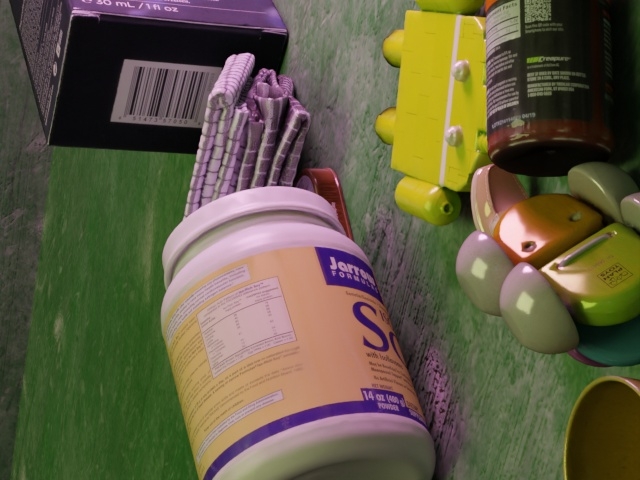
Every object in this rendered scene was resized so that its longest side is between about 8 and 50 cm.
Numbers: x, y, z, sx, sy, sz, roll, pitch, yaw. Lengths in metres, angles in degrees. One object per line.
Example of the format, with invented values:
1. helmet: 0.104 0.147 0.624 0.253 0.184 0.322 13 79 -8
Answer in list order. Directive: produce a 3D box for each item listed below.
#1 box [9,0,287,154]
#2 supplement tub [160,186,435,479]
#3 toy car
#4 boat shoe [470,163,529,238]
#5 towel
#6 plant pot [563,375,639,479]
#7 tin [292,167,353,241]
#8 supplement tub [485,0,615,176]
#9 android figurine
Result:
1. box: -0.253 -0.315 2.097 0.395 0.294 0.212 -116 35 -48
2. supplement tub: -0.035 0.134 1.581 0.241 0.241 0.331 118 143 -47
3. toy car: 0.209 0.035 1.171 0.136 0.159 0.182 63 170 -27
4. boat shoe: 0.183 0.002 1.319 0.059 0.063 0.170 -46 56 56
5. towel: -0.093 -0.073 1.860 0.235 0.121 0.283 -86 9 -73
6. plant pot: 0.251 0.164 1.086 0.134 0.095 0.134 -179 90 -67
7. tin: 0.000 0.000 1.797 0.106 0.040 0.189 115 148 -53
8. supplement tub: 0.189 -0.159 1.241 0.106 0.106 0.197 149 125 -64
9. android figurine: 0.126 -0.139 1.473 0.273 0.056 0.248 -148 62 -67
